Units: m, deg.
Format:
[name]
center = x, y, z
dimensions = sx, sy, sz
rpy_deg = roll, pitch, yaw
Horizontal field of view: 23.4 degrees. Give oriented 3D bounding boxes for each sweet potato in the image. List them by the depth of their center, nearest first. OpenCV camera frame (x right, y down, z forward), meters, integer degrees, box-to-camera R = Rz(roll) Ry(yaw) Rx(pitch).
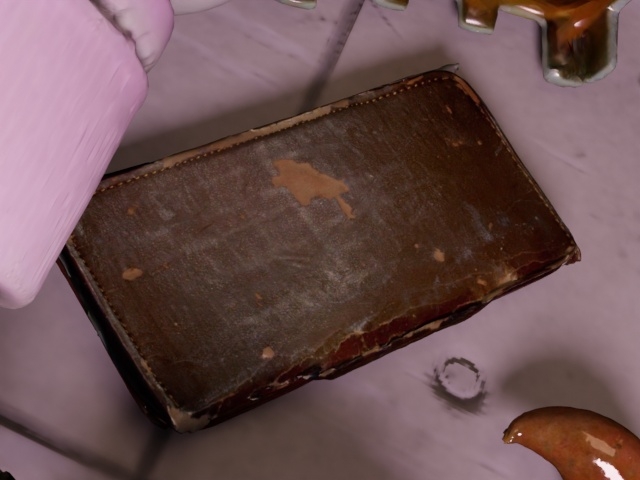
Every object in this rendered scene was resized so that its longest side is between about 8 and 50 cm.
[sweet potato]
center = 0.149, 0.152, 0.639
dimensions = 0.055, 0.058, 0.202
rpy_deg = -29, 78, -11

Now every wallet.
[wallet]
center = 0.000, 0.000, 0.671
dimensions = 0.232, 0.031, 0.122
rpy_deg = -20, 69, -32

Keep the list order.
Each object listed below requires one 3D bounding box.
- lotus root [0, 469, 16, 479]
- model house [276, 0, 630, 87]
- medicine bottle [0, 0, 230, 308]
[lotus root]
center = -0.268, 0.033, 0.436
dimensions = 0.397, 0.196, 0.179
rpy_deg = 25, 70, -14
[model house]
center = 0.096, -0.216, 0.716
dimensions = 0.198, 0.224, 0.215
rpy_deg = 15, 66, -17
[medicine bottle]
center = -0.121, -0.164, 0.528
dimensions = 0.256, 0.256, 0.325
rpy_deg = 26, 77, -9
